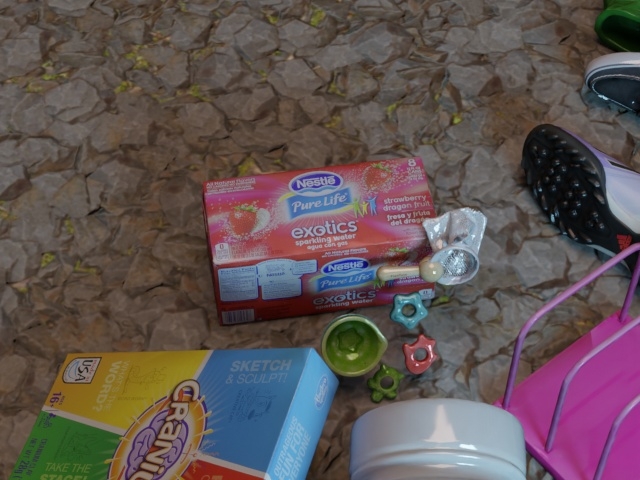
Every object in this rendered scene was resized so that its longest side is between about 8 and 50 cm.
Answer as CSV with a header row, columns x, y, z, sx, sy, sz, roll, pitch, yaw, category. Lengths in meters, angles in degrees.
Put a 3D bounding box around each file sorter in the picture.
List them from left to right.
x,y,z,sx,sy,sz,roll,pitch,yaw,category
0.354,0.177,1.525,0.202,0.182,0.290,-33,60,-22,file sorter

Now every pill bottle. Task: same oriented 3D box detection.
x,y,z,sx,sy,sz,roll,pitch,yaw,category
0.109,0.342,1.370,0.204,0.204,0.361,1,61,1,pill bottle

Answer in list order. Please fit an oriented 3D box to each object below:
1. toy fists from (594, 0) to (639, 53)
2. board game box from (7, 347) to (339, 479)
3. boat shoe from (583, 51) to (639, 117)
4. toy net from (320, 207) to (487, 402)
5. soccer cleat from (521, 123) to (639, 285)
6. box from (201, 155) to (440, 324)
x,y,z,sx,sy,sz,roll,pitch,yaw,category
0.500,-0.285,1.915,0.279,0.096,0.142,25,57,19,toy fists
-0.161,0.223,1.483,0.317,0.064,0.242,-4,49,31,board game box
0.438,-0.169,1.847,0.229,0.080,0.076,16,54,2,boat shoe
0.108,0.068,1.603,0.122,0.045,0.232,43,94,-11,toy net
0.370,-0.031,1.738,0.116,0.108,0.318,-21,52,-39,soccer cleat
0.000,0.000,1.687,0.257,0.128,0.122,-7,55,-5,box
